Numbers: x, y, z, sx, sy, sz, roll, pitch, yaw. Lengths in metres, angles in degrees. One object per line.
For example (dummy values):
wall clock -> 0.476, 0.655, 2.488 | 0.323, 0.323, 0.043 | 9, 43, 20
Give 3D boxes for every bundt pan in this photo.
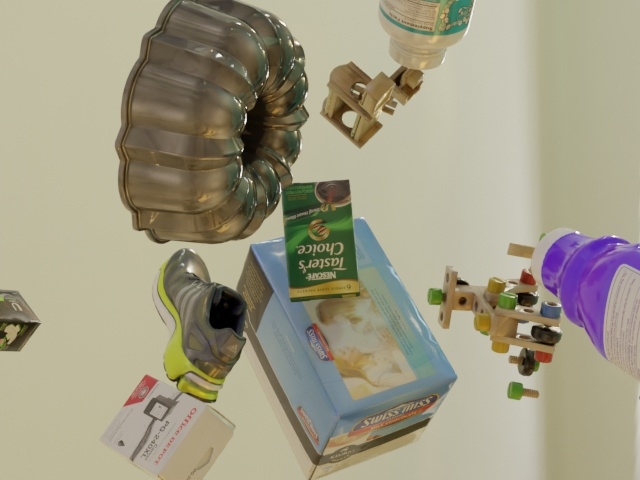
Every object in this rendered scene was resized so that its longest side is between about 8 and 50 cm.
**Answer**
bundt pan -> -0.112, -0.140, 1.342 | 0.331, 0.124, 0.331 | 16, -90, -70

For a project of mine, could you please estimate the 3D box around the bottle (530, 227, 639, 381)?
bottle -> 0.294, 0.063, 0.967 | 0.092, 0.283, 0.118 | -7, -69, -23

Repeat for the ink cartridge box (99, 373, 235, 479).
ink cartridge box -> -0.196, 0.247, 1.388 | 0.063, 0.150, 0.109 | 48, -112, -36

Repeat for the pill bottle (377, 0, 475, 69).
pill bottle -> 0.167, -0.392, 1.640 | 0.264, 0.146, 0.146 | 99, -161, -44

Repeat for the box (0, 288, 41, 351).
box -> -0.394, 0.096, 1.312 | 0.052, 0.062, 0.083 | -51, -26, 15

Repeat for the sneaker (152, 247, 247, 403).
sneaker -> -0.164, 0.102, 1.589 | 0.111, 0.121, 0.300 | 31, -158, -33

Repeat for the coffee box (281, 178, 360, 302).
coffee box -> 0.000, 0.000, 1.685 | 0.040, 0.113, 0.184 | 87, 180, -77

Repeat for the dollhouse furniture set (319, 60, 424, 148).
dollhouse furniture set -> 0.090, -0.263, 1.713 | 0.161, 0.101, 0.182 | -45, -8, -18

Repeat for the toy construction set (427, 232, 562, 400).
toy construction set -> 0.342, 0.108, 2.108 | 0.257, 0.237, 0.309 | -86, 8, -47

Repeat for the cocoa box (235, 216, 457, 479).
cocoa box -> 0.026, 0.175, 1.820 | 0.231, 0.347, 0.228 | -14, -32, -26
